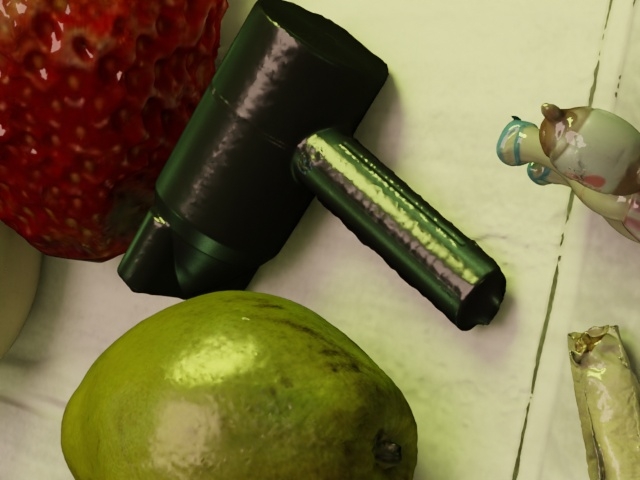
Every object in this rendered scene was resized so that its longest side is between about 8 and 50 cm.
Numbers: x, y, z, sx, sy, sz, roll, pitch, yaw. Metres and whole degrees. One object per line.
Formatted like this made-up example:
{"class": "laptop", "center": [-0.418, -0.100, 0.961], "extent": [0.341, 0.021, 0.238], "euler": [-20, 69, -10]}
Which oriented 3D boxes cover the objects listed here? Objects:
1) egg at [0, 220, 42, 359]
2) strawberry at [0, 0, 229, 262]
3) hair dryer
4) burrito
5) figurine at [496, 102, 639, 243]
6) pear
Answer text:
{"class": "egg", "center": [-0.363, 0.015, 1.407], "extent": [0.219, 0.219, 0.269], "euler": [13, 85, 46]}
{"class": "strawberry", "center": [-0.217, -0.160, 1.259], "extent": [0.291, 0.291, 0.310], "euler": [-11, 68, 44]}
{"class": "hair dryer", "center": [0.000, 0.000, 1.132], "extent": [0.302, 0.116, 0.244], "euler": [44, 114, 35]}
{"class": "burrito", "center": [0.185, 0.136, 0.945], "extent": [0.045, 0.041, 0.186], "euler": [-8, 67, 1]}
{"class": "figurine", "center": [0.201, -0.037, 0.890], "extent": [0.103, 0.205, 0.260], "euler": [-52, 40, -9]}
{"class": "pear", "center": [-0.056, 0.140, 1.069], "extent": [0.269, 0.212, 0.212], "euler": [-2, 78, 34]}
